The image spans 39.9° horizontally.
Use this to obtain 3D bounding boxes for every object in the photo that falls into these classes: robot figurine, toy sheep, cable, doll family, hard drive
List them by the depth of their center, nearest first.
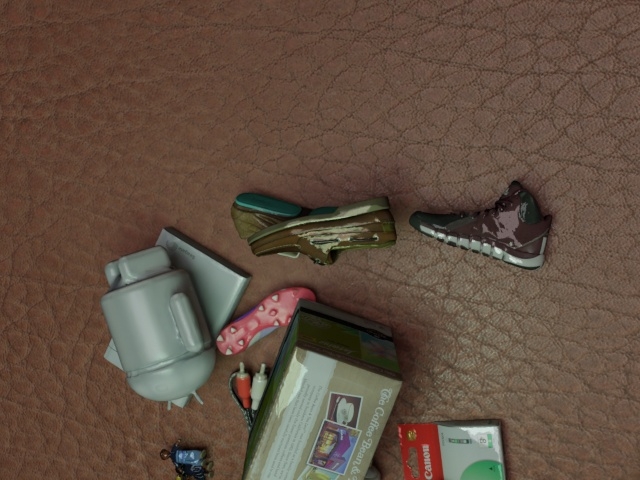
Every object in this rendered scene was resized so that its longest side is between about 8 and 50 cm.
[{"bbox_3d":[-0.348,0.194,1.907,0.300,0.200,0.353,-17,91,55],"label":"robot figurine"},{"bbox_3d":[0.089,0.524,1.912,0.091,0.091,0.132,20,120,15],"label":"toy sheep"},{"bbox_3d":[-0.154,0.405,1.982,0.140,0.072,0.287,7,97,14],"label":"cable"},{"bbox_3d":[-0.334,0.178,2.032,0.233,0.047,0.353,30,103,13],"label":"hard drive"},{"bbox_3d":[-0.315,0.553,2.055,0.112,0.076,0.192,2,92,22],"label":"doll family"}]

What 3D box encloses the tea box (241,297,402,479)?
[{"bbox_3d":[-0.001,0.335,1.772,0.220,0.323,0.328,19,101,-5],"label":"tea box"}]

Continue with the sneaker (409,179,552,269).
[{"bbox_3d":[0.331,-0.054,1.774,0.282,0.106,0.162,18,96,5],"label":"sneaker"}]

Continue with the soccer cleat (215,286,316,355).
[{"bbox_3d":[-0.121,0.175,1.952,0.248,0.095,0.083,-32,89,4],"label":"soccer cleat"}]

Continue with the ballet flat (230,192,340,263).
[{"bbox_3d":[-0.033,-0.016,1.890,0.343,0.116,0.124,9,118,16],"label":"ballet flat"}]

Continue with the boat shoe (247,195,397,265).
[{"bbox_3d":[0.000,0.000,1.752,0.308,0.111,0.104,-15,87,20],"label":"boat shoe"}]

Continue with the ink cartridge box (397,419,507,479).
[{"bbox_3d":[0.278,0.475,1.864,0.225,0.056,0.180,-6,94,17],"label":"ink cartridge box"}]
